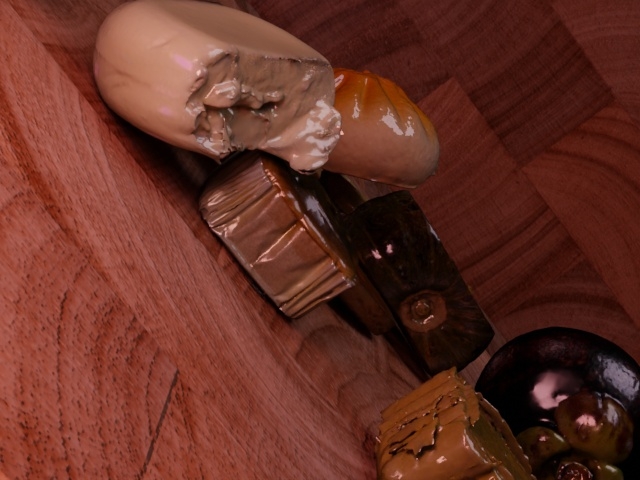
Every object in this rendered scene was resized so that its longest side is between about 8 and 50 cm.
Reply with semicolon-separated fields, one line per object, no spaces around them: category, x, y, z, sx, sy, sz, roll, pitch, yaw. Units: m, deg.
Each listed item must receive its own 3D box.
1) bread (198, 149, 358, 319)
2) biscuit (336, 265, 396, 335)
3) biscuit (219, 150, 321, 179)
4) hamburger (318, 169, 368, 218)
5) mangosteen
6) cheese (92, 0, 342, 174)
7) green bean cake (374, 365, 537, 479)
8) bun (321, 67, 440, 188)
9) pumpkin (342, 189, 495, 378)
bread;-0.040;-0.020;1.448;0.192;0.109;0.210;53;9;-8
biscuit;-0.002;0.001;1.781;0.262;0.052;0.277;51;7;-51
biscuit;-0.080;-0.123;1.571;0.250;0.162;0.035;85;17;-58
hamburger;0.038;-0.053;2.105;0.147;0.083;0.138;53;12;9
mangosteen;0.362;0.292;1.901;0.297;0.297;0.313;46;55;-41
cheese;-0.105;-0.167;1.333;0.233;0.127;0.266;34;24;32
green bean cake;0.155;0.264;1.307;0.230;0.131;0.224;55;10;-9
bun;0.050;-0.186;1.969;0.298;0.165;0.299;14;7;-2
pumpkin;0.145;0.058;1.961;0.317;0.139;0.222;54;4;-30
